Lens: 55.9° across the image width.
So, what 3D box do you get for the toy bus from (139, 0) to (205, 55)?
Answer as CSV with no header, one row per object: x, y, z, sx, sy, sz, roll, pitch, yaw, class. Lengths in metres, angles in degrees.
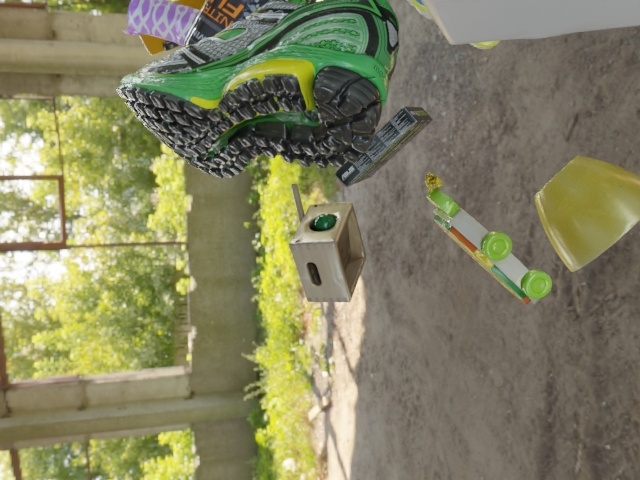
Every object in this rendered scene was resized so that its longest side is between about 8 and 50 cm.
-0.342,-0.589,1.590,0.130,0.333,0.108,-54,-52,-48,toy bus

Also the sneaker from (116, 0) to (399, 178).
-0.066,-0.152,0.595,0.343,0.134,0.146,6,59,39,sneaker

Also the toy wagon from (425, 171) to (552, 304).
0.325,-0.005,1.254,0.068,0.344,0.267,-48,16,6,toy wagon

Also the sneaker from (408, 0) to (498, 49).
0.282,-0.484,1.195,0.091,0.240,0.126,-68,14,-20,sneaker

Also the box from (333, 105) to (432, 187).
0.131,-0.191,1.219,0.045,0.191,0.184,50,-156,6,box

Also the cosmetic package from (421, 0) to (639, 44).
0.171,-0.348,0.535,0.453,0.230,0.161,16,-101,-62,cosmetic package

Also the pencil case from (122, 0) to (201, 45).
-0.277,-0.419,1.190,0.086,0.206,0.088,-47,-24,-81,pencil case

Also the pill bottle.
-0.105,-0.294,0.844,0.245,0.130,0.130,-57,25,14,pill bottle

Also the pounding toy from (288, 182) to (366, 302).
0.000,0.000,0.926,0.130,0.100,0.141,-65,-34,-50,pounding toy

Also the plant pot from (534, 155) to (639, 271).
0.311,-0.043,0.708,0.095,0.134,0.134,47,154,10,plant pot
